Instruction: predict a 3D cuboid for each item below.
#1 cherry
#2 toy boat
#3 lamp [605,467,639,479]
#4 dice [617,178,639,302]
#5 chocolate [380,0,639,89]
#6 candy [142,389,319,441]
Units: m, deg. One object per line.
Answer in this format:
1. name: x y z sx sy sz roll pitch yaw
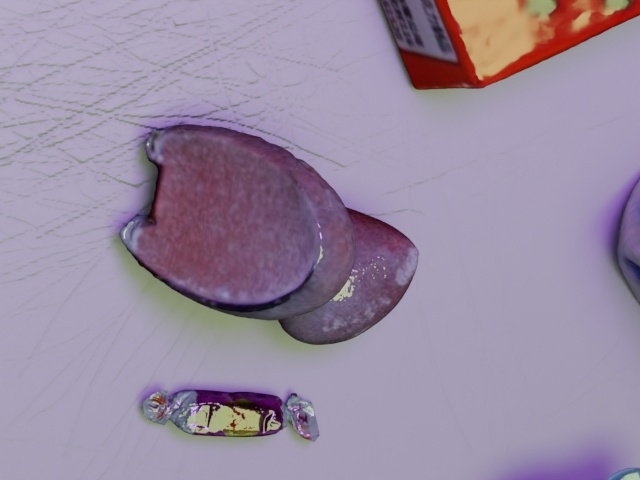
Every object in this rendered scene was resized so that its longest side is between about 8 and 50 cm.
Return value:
1. cherry: 0.006 -0.001 1.629 0.115 0.148 0.188 -7 84 -60
2. toy boat: -0.064 -0.014 1.567 0.085 0.227 0.155 6 103 -58
3. lamp: 0.221 0.347 1.768 0.284 0.147 0.209 -26 109 -19
4. dice: 0.458 0.025 1.715 0.251 0.243 0.259 -41 115 -4
5. chocolate: 0.194 -0.335 1.573 0.341 0.161 0.360 -25 111 -7
6. candy: -0.080 0.162 1.678 0.175 0.043 0.045 5 93 -19
